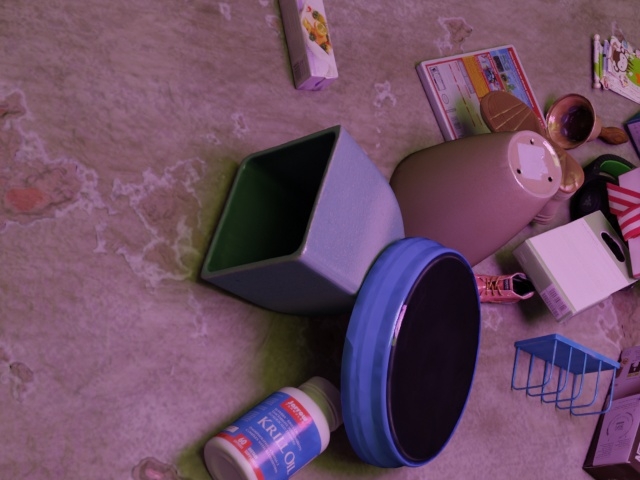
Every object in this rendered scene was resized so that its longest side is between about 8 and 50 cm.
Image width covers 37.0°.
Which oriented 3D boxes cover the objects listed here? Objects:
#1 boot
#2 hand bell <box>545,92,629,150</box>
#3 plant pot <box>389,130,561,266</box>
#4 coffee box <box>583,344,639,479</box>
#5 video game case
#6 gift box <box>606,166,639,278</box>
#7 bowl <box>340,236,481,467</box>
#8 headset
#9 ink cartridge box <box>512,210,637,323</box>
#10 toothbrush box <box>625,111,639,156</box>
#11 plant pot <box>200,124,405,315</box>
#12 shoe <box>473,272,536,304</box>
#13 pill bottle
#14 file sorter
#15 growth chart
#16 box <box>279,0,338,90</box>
[{"bbox_3d":[0.402,-0.162,1.931,0.095,0.203,0.262,-38,75,-16],"label":"boot"},{"bbox_3d":[0.627,-0.250,2.163,0.242,0.126,0.126,6,70,-44],"label":"hand bell"},{"bbox_3d":[0.307,-0.097,1.789,0.256,0.274,0.257,11,68,-28],"label":"plant pot"},{"bbox_3d":[0.671,0.377,1.948,0.168,0.119,0.297,41,57,-15],"label":"coffee box"},{"bbox_3d":[0.347,-0.304,2.036,0.285,0.025,0.204,-18,83,-35],"label":"video game case"},{"bbox_3d":[0.742,-0.061,1.902,0.258,0.255,0.277,11,61,-35],"label":"gift box"},{"bbox_3d":[0.164,0.190,1.597,0.391,0.077,0.392,-18,112,-55],"label":"bowl"},{"bbox_3d":[0.636,-0.017,2.078,0.243,0.185,0.394,38,42,-11],"label":"headset"},{"bbox_3d":[0.514,0.048,1.898,0.235,0.056,0.171,-18,69,-36],"label":"ink cartridge box"},{"bbox_3d":[0.902,-0.301,2.257,0.295,0.216,0.126,-31,102,-35],"label":"toothbrush box"},{"bbox_3d":[0.000,0.000,1.595,0.252,0.247,0.247,37,57,-34],"label":"plant pot"},{"bbox_3d":[0.334,0.088,1.860,0.177,0.081,0.064,8,70,-30],"label":"shoe"},{"bbox_3d":[-0.064,0.308,1.511,0.221,0.124,0.124,-33,93,-35],"label":"pill bottle"},{"bbox_3d":[0.475,0.265,1.867,0.170,0.118,0.105,25,65,-23],"label":"file sorter"},{"bbox_3d":[0.740,-0.414,2.322,0.237,0.021,0.172,13,68,-30],"label":"growth chart"},{"bbox_3d":[-0.036,-0.446,1.821,0.063,0.067,0.324,-3,75,-33],"label":"box"}]
